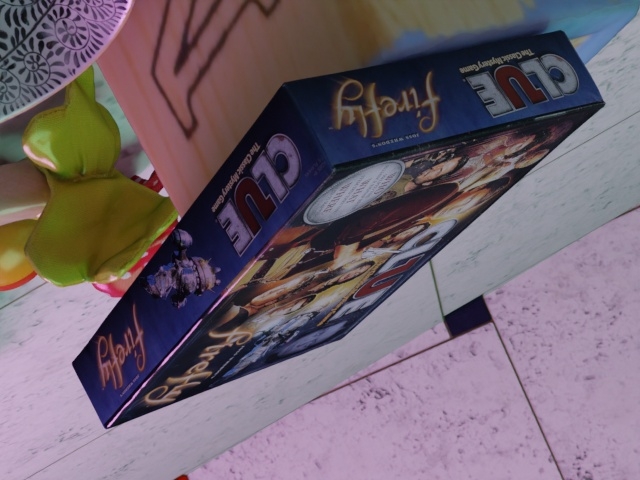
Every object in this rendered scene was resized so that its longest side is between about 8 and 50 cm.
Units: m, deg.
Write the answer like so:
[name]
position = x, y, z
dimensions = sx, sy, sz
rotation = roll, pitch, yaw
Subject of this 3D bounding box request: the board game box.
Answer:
[board game box]
position = 0.000, 0.000, 0.586
dimensions = 0.165, 0.042, 0.243
rotation = -17, 161, -38

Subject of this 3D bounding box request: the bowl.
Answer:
[bowl]
position = -0.176, -0.119, 0.562
dimensions = 0.170, 0.080, 0.170
rotation = -28, 164, -9

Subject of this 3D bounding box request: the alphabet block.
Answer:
[alphabet block]
position = 0.004, -0.129, 0.641
dimensions = 0.192, 0.197, 0.193
rotation = -18, 161, -40

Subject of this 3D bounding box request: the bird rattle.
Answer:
[bird rattle]
position = -0.194, -0.021, 0.859
dimensions = 0.207, 0.143, 0.253
rotation = -15, 175, -10
